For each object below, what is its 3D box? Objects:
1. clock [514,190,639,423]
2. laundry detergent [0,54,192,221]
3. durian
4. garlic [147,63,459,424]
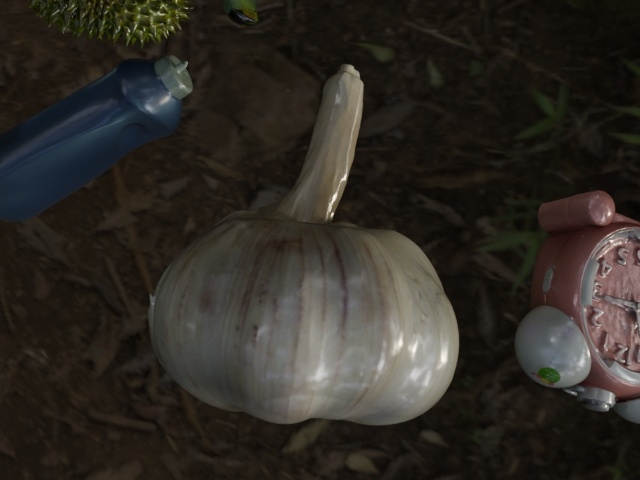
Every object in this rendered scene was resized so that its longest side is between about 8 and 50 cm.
[{"bbox_3d":[0.231,0.061,1.119,0.166,0.092,0.162,24,68,-28],"label":"clock"},{"bbox_3d":[-0.183,-0.087,1.081,0.206,0.096,0.061,-29,68,18],"label":"laundry detergent"},{"bbox_3d":[-0.142,-0.236,1.026,0.198,0.146,0.159,-18,147,-10],"label":"durian"},{"bbox_3d":[0.000,0.000,0.857,0.199,0.199,0.226,10,92,-26],"label":"garlic"}]
